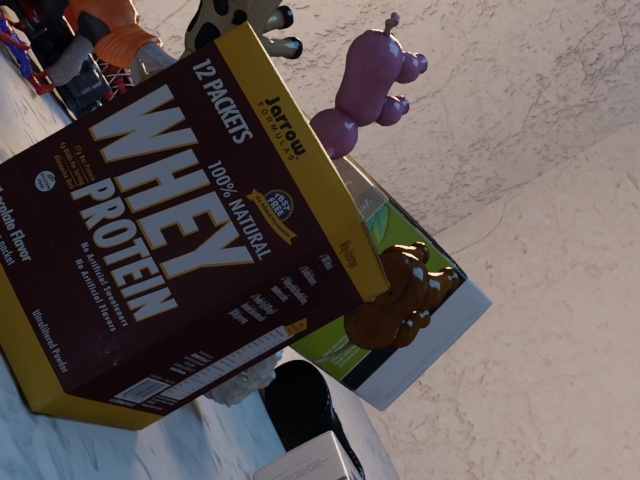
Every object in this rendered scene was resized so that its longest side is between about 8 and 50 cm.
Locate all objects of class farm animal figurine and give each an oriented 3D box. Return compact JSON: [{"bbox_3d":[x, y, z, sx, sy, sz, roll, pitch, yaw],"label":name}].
[{"bbox_3d":[-0.066,-0.041,0.850,0.172,0.327,0.330,-22,89,-47],"label":"farm animal figurine"}]

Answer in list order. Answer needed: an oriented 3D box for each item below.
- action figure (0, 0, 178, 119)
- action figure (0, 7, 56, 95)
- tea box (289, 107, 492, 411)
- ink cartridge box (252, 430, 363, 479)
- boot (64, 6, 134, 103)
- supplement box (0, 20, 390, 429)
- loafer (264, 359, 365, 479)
[{"bbox_3d":[-0.208,-0.232,1.065,0.330,0.178,0.341,37,-21,45],"label":"action figure"},{"bbox_3d":[-0.278,-0.182,0.992,0.115,0.030,0.038,56,8,-50],"label":"action figure"},{"bbox_3d":[0.000,0.000,1.473,0.323,0.220,0.329,42,5,-42],"label":"tea box"},{"bbox_3d":[0.026,0.287,0.932,0.158,0.092,0.218,60,-1,-21],"label":"ink cartridge box"},{"bbox_3d":[-0.264,-0.222,1.389,0.176,0.088,0.244,62,-2,29],"label":"boot"},{"bbox_3d":[-0.078,0.005,0.651,0.129,0.194,0.191,60,0,15],"label":"supplement box"},{"bbox_3d":[-0.009,0.244,1.350,0.078,0.080,0.220,78,-10,-49],"label":"loafer"}]
